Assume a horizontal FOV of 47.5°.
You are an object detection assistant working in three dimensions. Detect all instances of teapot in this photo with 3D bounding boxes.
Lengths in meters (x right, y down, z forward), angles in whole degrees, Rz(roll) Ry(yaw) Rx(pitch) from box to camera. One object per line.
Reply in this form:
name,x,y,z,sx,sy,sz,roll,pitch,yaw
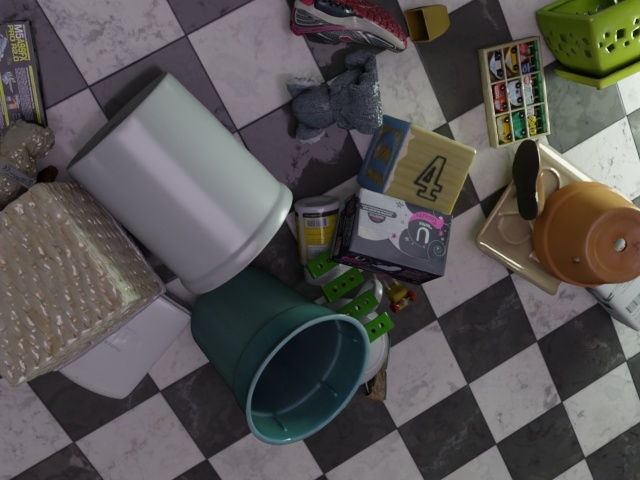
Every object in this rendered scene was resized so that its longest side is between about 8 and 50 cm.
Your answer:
teapot,0.079,0.262,1.877,0.253,0.187,0.256,-24,93,-21

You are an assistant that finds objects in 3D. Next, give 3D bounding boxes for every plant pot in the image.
plant pot,0.269,-0.540,1.788,0.083,0.081,0.081,-26,112,-21
plant pot,0.721,-0.522,1.857,0.228,0.227,0.207,-25,117,-9
plant pot,-0.121,0.243,1.723,0.341,0.334,0.341,-23,130,-31
plant pot,0.738,-0.005,1.915,0.291,0.203,0.290,-1,99,-7

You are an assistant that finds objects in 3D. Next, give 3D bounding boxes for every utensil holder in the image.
utensil holder,-0.305,-0.128,1.600,0.327,0.327,0.385,-44,112,-1

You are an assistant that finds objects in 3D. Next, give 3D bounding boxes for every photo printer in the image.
photo printer,-0.497,0.222,1.760,0.256,0.107,0.307,40,91,-23

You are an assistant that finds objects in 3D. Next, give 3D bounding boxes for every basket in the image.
basket,-0.572,0.079,1.542,0.328,0.266,0.331,-36,89,2

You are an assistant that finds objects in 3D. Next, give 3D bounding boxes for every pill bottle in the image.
pill bottle,0.000,0.000,1.841,0.119,0.119,0.208,-9,109,-14

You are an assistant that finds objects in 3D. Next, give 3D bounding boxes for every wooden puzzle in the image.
wooden puzzle,0.621,-0.063,2.041,0.322,0.080,0.347,30,90,-23

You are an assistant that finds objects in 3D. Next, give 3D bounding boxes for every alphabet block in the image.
alphabet block,0.235,-0.185,1.822,0.197,0.192,0.193,17,102,-22

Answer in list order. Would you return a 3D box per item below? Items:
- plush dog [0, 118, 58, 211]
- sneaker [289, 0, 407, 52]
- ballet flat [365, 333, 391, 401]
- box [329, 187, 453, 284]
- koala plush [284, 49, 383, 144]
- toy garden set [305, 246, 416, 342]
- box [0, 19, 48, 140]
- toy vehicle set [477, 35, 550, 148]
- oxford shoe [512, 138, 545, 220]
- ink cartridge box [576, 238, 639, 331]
plush dog,-0.680,-0.120,1.540,0.263,0.225,0.210,-9,75,-11
sneaker,0.070,-0.510,1.726,0.299,0.120,0.112,14,130,-21
ballet flat,0.156,0.355,2.025,0.067,0.073,0.206,2,102,-3
box,0.170,-0.007,1.739,0.247,0.142,0.163,16,74,-17
koala plush,0.033,-0.327,1.727,0.221,0.203,0.196,-6,122,5
toy garden set,0.103,0.115,1.793,0.204,0.049,0.244,-32,90,-23
box,-0.712,-0.328,1.556,0.216,0.060,0.270,-9,109,-15
toy vehicle set,0.515,-0.392,1.928,0.166,0.035,0.266,-17,110,-12
oxford shoe,0.559,-0.164,1.930,0.076,0.076,0.212,-15,105,-47
ink cartridge box,0.893,0.094,2.142,0.289,0.121,0.211,42,90,-23
